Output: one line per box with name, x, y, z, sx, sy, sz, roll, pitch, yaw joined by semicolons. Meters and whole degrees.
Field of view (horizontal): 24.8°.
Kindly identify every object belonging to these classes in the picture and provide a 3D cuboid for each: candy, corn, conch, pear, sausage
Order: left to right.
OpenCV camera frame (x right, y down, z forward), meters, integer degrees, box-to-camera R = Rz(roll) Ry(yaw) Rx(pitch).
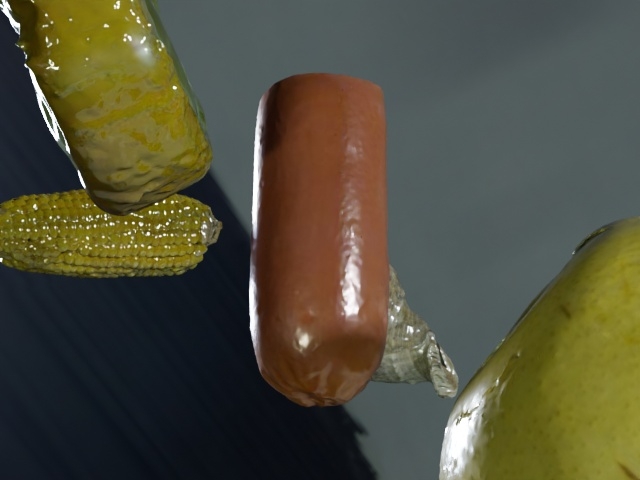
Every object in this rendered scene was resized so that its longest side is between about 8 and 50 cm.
candy;-0.163;-0.143;1.031;0.118;0.260;0.260;-23;18;-1
corn;-0.223;-0.006;1.510;0.261;0.097;0.097;-2;2;-28
sausage;0.000;0.000;1.138;0.113;0.113;0.259;-19;63;42
conch;0.081;0.098;1.632;0.130;0.207;0.155;-60;-15;22
pear;0.236;0.153;0.885;0.348;0.348;0.348;-32;18;11
